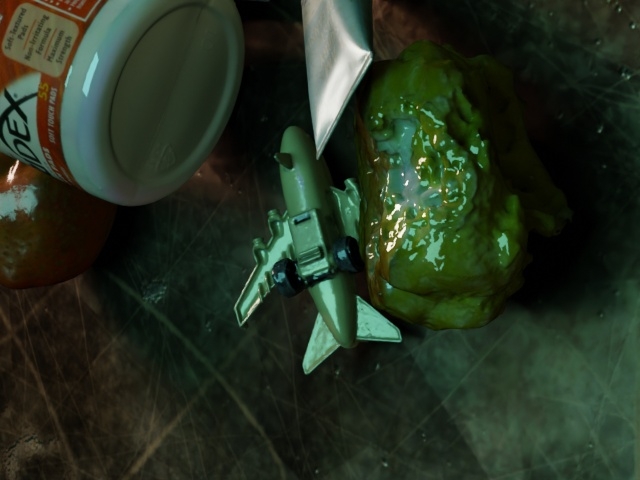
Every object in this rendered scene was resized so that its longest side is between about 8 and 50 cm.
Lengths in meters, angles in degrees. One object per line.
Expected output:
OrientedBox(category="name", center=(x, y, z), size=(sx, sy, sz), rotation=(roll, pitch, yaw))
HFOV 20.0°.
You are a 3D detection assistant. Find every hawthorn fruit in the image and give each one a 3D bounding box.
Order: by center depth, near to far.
OrientedBox(category="hawthorn fruit", center=(-0.315, -0.036, 2.010), size=(0.189, 0.189, 0.189), rotation=(2, 92, 42))

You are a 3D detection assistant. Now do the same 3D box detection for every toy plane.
OrientedBox(category="toy plane", center=(0.000, 0.000, 1.786), size=(0.229, 0.092, 0.244), rotation=(-22, 80, 24))

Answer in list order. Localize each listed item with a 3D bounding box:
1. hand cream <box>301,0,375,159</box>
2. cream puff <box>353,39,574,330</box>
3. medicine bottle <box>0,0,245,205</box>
OrientedBox(category="hand cream", center=(0.012, -0.198, 1.659), size=(0.111, 0.070, 0.312), rotation=(-60, 16, 30))
OrientedBox(category="cream puff", center=(0.126, -0.049, 1.602), size=(0.282, 0.185, 0.281), rotation=(179, 90, -84))
OrientedBox(category="medicine bottle", center=(-0.239, -0.187, 1.861), size=(0.241, 0.252, 0.252), rotation=(25, 108, 29))
